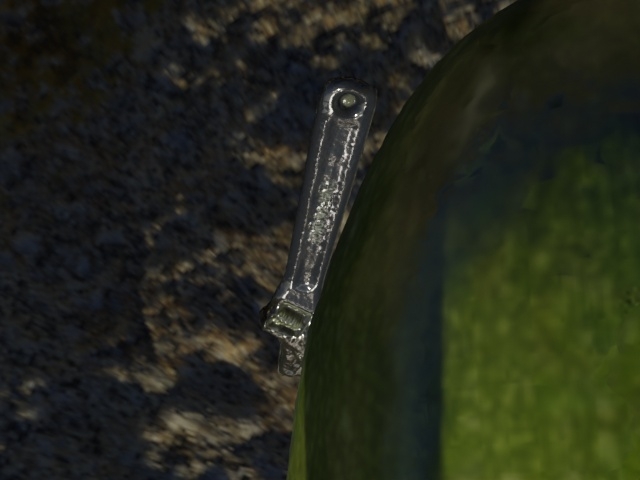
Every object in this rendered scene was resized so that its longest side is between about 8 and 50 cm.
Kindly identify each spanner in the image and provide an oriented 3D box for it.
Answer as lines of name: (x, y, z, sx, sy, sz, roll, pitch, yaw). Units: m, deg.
spanner: (0.000, 0.000, 0.756, 0.046, 0.208, 0.012, 8, 42, -6)

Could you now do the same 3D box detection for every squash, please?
squash: (0.125, 0.057, 0.520, 0.310, 0.310, 0.309, -3, 98, 11)
